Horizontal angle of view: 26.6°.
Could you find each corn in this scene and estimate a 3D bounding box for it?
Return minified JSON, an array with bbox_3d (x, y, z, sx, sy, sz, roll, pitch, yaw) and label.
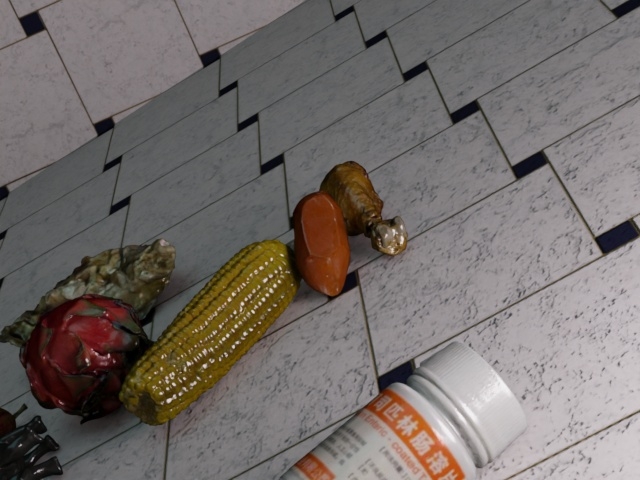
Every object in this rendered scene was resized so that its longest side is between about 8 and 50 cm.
[{"bbox_3d":[-0.155,0.130,2.003,0.363,0.120,0.120,-45,25,-30],"label":"corn"}]

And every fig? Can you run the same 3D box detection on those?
[{"bbox_3d":[-0.528,0.306,2.217,0.088,0.089,0.125,-18,1,33],"label":"fig"}]

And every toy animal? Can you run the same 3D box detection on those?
[{"bbox_3d":[-0.459,0.346,2.005,0.146,0.115,0.245,-29,0,-7],"label":"toy animal"}]

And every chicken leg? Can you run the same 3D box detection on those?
[{"bbox_3d":[0.066,-0.042,2.093,0.087,0.107,0.251,-20,28,-13],"label":"chicken leg"}]

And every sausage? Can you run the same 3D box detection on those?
[{"bbox_3d":[0.000,0.000,2.048,0.089,0.089,0.179,-26,49,17],"label":"sausage"}]

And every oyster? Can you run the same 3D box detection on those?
[{"bbox_3d":[-0.395,0.096,2.398,0.351,0.115,0.238,-26,23,17],"label":"oyster"}]

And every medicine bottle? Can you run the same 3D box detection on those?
[{"bbox_3d":[0.089,0.231,1.439,0.252,0.144,0.144,-36,22,-14],"label":"medicine bottle"}]

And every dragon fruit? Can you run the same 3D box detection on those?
[{"bbox_3d":[-0.348,0.177,2.097,0.274,0.193,0.192,-17,-3,32],"label":"dragon fruit"}]

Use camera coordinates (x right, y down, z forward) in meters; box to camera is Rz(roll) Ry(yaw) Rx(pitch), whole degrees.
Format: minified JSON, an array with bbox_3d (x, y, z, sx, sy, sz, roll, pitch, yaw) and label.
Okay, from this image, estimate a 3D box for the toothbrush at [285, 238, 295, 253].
[{"bbox_3d":[-0.129,0.082,2.164,0.294,0.026,0.028,-37,34,-22],"label":"toothbrush"}]
